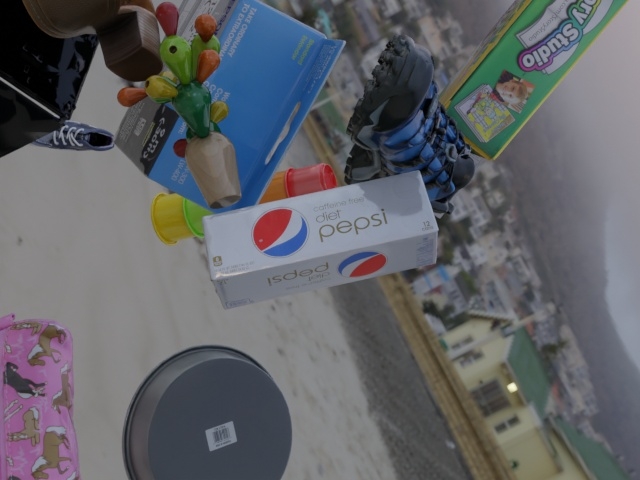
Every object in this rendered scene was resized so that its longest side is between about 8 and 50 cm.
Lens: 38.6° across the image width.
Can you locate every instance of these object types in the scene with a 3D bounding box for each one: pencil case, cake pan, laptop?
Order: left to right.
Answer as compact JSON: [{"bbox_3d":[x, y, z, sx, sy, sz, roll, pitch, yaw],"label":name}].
[{"bbox_3d":[-0.434,-0.242,1.202,0.234,0.137,0.264,39,66,-65],"label":"laptop"},{"bbox_3d":[-0.419,0.304,1.299,0.167,0.160,0.386,-44,-130,51],"label":"pencil case"},{"bbox_3d":[-0.166,0.311,1.445,0.054,0.293,0.293,-10,-69,57],"label":"cake pan"}]

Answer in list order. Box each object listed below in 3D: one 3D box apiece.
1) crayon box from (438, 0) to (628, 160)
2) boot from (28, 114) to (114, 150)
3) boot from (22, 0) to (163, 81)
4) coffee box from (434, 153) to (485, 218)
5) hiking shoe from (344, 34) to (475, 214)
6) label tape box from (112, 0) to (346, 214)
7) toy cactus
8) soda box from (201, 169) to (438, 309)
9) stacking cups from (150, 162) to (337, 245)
[{"bbox_3d":[0.300,-0.284,1.258,0.106,0.363,0.313,39,8,-1],"label":"crayon box"},{"bbox_3d":[-0.494,-0.209,1.770,0.190,0.086,0.069,-1,99,-50],"label":"boot"},{"bbox_3d":[-0.285,-0.344,1.102,0.283,0.109,0.220,34,34,-63],"label":"boot"},{"bbox_3d":[0.249,-0.181,1.684,0.098,0.246,0.141,32,16,-11],"label":"coffee box"},{"bbox_3d":[0.104,-0.111,0.929,0.132,0.113,0.304,24,-10,6],"label":"hiking shoe"},{"bbox_3d":[-0.131,-0.180,1.145,0.115,0.249,0.348,27,5,-26],"label":"label tape box"},{"bbox_3d":[-0.129,-0.118,0.902,0.219,0.112,0.180,122,-49,-69],"label":"toy cactus"},{"bbox_3d":[0.000,0.000,0.879,0.069,0.216,0.073,81,-4,-61],"label":"soda box"},{"bbox_3d":[-0.125,-0.059,1.527,0.096,0.316,0.096,-9,90,-69],"label":"stacking cups"}]
